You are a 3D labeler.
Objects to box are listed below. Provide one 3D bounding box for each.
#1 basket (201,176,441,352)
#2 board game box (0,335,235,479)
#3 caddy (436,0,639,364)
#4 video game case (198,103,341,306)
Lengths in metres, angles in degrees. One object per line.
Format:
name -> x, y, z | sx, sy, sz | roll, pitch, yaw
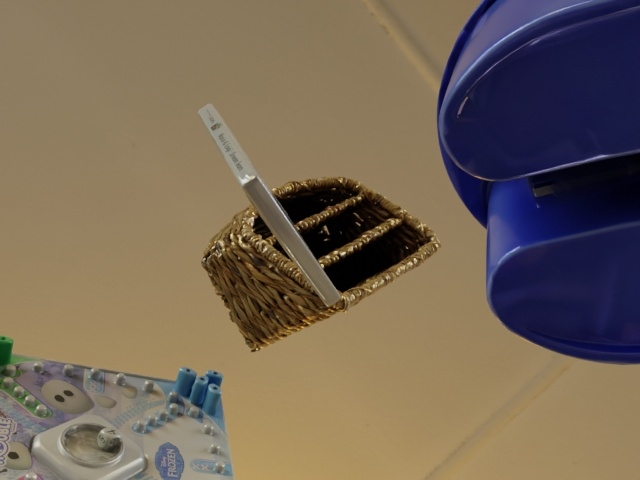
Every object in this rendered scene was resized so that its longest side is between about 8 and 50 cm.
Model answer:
basket -> 0.000, 0.000, 1.276 | 0.299, 0.223, 0.213 | -26, -93, -47
board game box -> -0.293, 0.260, 1.072 | 0.390, 0.390, 0.050 | 13, -68, -19
caddy -> 0.231, -0.070, 0.502 | 0.341, 0.179, 0.241 | -9, -66, 24
video game case -> -0.045, -0.032, 0.737 | 0.019, 0.143, 0.157 | -34, -51, 0
